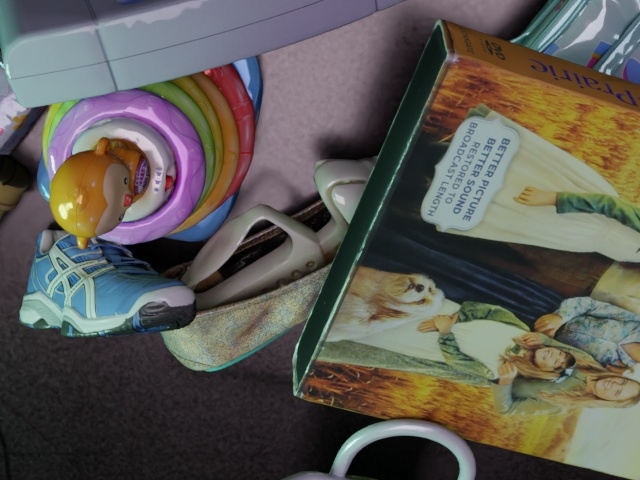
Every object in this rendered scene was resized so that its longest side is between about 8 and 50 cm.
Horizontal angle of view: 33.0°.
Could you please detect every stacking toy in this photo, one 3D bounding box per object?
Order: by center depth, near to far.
[{"bbox_3d":[-0.132,-0.060,0.745,0.166,0.302,0.175,14,104,-5],"label":"stacking toy"}]

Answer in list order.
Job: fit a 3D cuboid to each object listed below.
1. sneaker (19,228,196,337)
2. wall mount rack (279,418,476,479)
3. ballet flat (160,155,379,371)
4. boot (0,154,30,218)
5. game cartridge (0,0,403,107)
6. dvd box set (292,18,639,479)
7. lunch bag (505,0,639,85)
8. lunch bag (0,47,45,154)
[{"bbox_3d":[-0.173,0.032,0.836,0.080,0.211,0.081,2,90,-44],"label":"sneaker"},{"bbox_3d":[-0.015,0.291,0.873,0.304,0.130,0.350,13,126,-8],"label":"wall mount rack"},{"bbox_3d":[0.000,0.000,0.856,0.316,0.107,0.106,-31,125,6],"label":"ballet flat"},{"bbox_3d":[-0.398,0.000,0.868,0.236,0.089,0.269,36,103,-10],"label":"boot"},{"bbox_3d":[-0.074,-0.178,0.741,0.297,0.198,0.062,-19,118,-10],"label":"game cartridge"},{"bbox_3d":[0.224,0.042,0.802,0.420,0.062,0.307,16,122,-12],"label":"dvd box set"},{"bbox_3d":[0.265,-0.131,0.832,0.224,0.108,0.279,35,102,-10],"label":"lunch bag"},{"bbox_3d":[-0.267,-0.117,0.857,0.083,0.053,0.071,41,100,-1],"label":"lunch bag"}]
